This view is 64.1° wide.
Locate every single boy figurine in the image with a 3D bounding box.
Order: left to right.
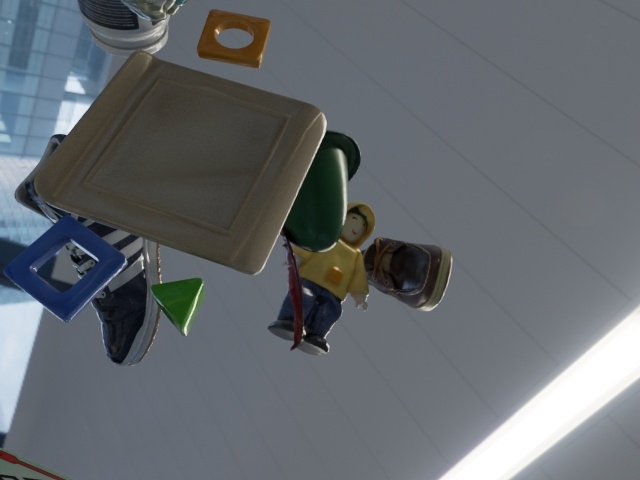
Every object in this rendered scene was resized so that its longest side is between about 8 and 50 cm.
[{"bbox_3d":[0.022,0.056,0.889,0.092,0.177,0.285,-23,-146,58],"label":"boy figurine"}]

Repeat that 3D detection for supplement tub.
[{"bbox_3d":[-0.413,-0.544,1.059,0.191,0.191,0.272,59,-24,24],"label":"supplement tub"}]

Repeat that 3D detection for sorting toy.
[{"bbox_3d":[-0.112,-0.072,0.456,0.196,0.347,0.047,21,-28,3],"label":"sorting toy"}]

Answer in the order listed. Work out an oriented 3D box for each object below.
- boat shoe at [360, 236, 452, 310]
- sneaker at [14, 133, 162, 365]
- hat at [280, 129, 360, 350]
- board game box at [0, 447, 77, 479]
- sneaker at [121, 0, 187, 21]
[{"bbox_3d":[0.136,0.053,0.978,0.342,0.123,0.123,-165,-91,-80],"label":"boat shoe"},{"bbox_3d":[-0.274,0.011,0.609,0.099,0.153,0.282,0,-95,42],"label":"sneaker"},{"bbox_3d":[0.000,0.000,0.621,0.173,0.208,0.183,-21,-112,-2],"label":"hat"},{"bbox_3d":[-0.458,0.401,0.685,0.046,0.317,0.213,-37,-153,35],"label":"board game box"},{"bbox_3d":[-0.270,-0.366,0.572,0.283,0.122,0.110,32,-93,16],"label":"sneaker"}]
